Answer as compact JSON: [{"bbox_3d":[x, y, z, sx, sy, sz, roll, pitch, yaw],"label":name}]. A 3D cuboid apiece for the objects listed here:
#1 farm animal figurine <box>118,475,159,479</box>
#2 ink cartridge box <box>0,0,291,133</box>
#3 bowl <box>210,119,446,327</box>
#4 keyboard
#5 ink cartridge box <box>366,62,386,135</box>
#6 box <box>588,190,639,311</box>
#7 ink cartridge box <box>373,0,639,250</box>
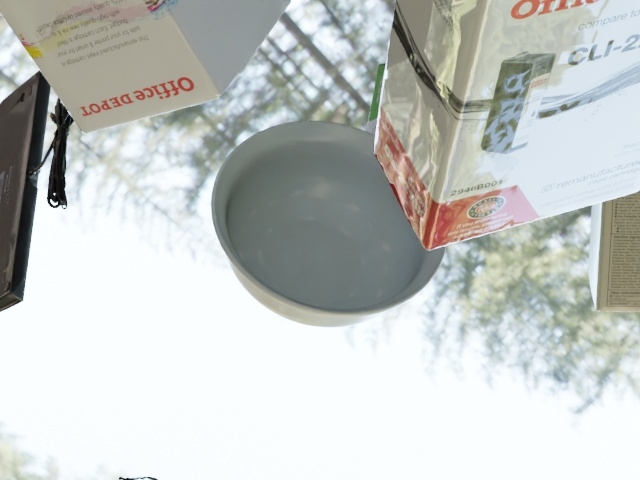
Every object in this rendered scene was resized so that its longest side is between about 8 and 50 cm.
[{"bbox_3d":[-0.238,0.476,1.436,0.330,0.172,0.327,5,-94,18],"label":"farm animal figurine"},{"bbox_3d":[-0.199,-0.283,1.080,0.198,0.270,0.197,-9,-144,33],"label":"ink cartridge box"},{"bbox_3d":[0.000,0.000,1.357,0.134,0.297,0.298,112,-5,-54],"label":"bowl"},{"bbox_3d":[-0.349,-0.068,1.266,0.201,0.033,0.317,-27,-127,38],"label":"keyboard"},{"bbox_3d":[0.178,-0.139,1.421,0.219,0.092,0.160,16,-76,26],"label":"ink cartridge box"},{"bbox_3d":[0.441,-0.067,1.426,0.147,0.311,0.121,1,-155,8],"label":"box"},{"bbox_3d":[0.157,-0.135,0.751,0.196,0.273,0.114,-15,-123,-14],"label":"ink cartridge box"}]
